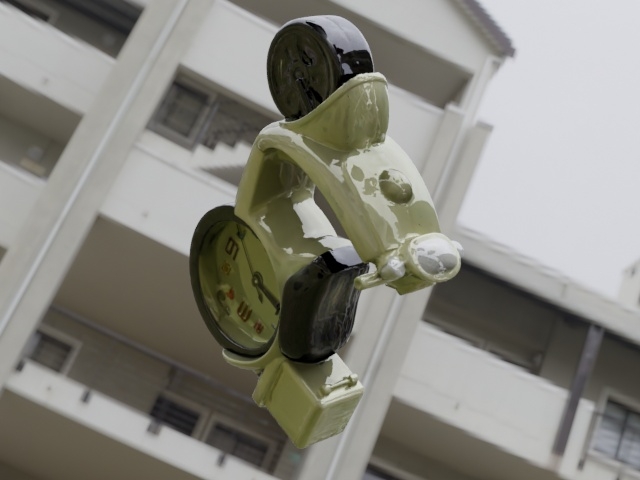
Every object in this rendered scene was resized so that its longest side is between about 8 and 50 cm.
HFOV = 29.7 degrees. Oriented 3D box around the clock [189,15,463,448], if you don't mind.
[{"bbox_3d":[0.000,0.000,1.160,0.276,0.120,0.379,51,-43,26],"label":"clock"}]
